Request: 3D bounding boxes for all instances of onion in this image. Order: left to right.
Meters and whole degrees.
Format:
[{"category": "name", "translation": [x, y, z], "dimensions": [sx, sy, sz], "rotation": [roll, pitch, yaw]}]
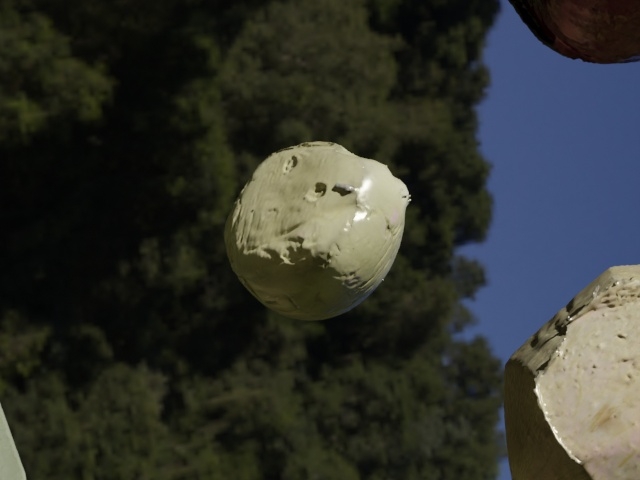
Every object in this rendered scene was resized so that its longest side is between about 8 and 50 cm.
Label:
[{"category": "onion", "translation": [0.284, -0.319, 1.345], "dimensions": [0.256, 0.272, 0.230], "rotation": [39, -32, 25]}]

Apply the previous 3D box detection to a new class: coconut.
[{"category": "coconut", "translation": [0.127, 0.073, 0.592], "dimensions": [0.110, 0.124, 0.110], "rotation": [42, 3, -3]}]

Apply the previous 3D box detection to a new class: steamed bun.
[{"category": "steamed bun", "translation": [0.000, 0.000, 0.945], "dimensions": [0.130, 0.091, 0.112], "rotation": [-1, -123, 46]}]

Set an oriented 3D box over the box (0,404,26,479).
[{"category": "box", "translation": [-0.424, 0.071, 1.082], "dimensions": [0.343, 0.177, 0.352], "rotation": [9, -57, 37]}]
